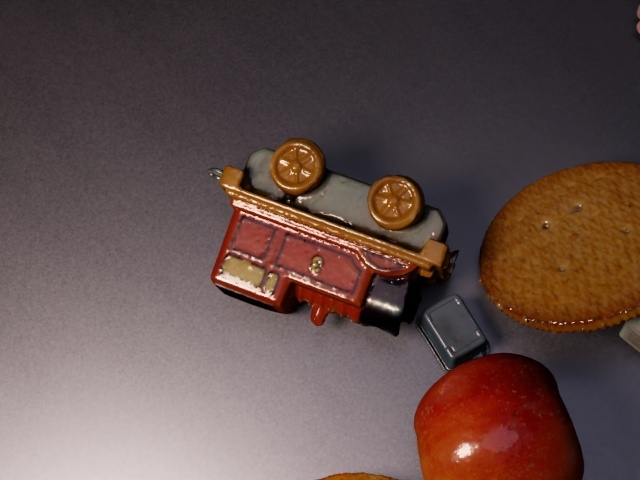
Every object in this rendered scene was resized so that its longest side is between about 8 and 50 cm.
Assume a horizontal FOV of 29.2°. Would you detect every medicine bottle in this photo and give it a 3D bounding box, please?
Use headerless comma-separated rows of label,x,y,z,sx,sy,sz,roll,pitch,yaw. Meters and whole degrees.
medicine bottle,0.444,0.099,1.623,0.055,0.118,0.074,42,76,18

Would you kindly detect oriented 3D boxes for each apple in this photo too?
apple,0.222,0.255,1.531,0.201,0.218,0.218,-14,69,4

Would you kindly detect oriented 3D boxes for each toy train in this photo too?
toy train,0.000,0.000,1.674,0.369,0.163,0.231,20,85,11

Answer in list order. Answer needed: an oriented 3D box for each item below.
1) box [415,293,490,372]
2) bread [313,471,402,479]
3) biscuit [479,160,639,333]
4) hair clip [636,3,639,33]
box,0.181,0.123,1.667,0.074,0.054,0.099,-30,71,-5
bread,0.023,0.371,1.574,0.269,0.095,0.139,-10,66,15
biscuit,0.356,0.008,1.642,0.305,0.038,0.305,-17,42,15
hair clip,0.595,-0.277,1.778,0.173,0.069,0.300,-30,60,-9
